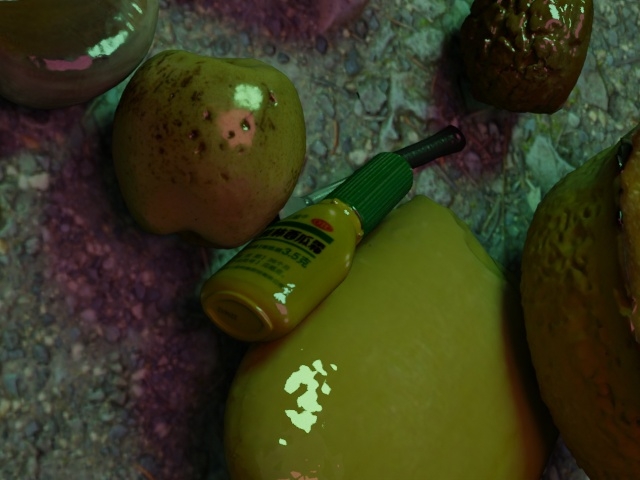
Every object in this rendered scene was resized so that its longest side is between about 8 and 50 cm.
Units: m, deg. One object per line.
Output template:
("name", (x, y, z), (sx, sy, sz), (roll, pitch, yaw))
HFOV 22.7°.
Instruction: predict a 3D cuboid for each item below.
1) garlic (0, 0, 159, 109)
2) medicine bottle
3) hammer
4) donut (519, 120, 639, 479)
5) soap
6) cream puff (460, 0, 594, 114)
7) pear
("garlic", (-0.202, -0.185, 1.340), (0.198, 0.090, 0.128), (-31, 89, -25))
("medicine bottle", (0.000, 0.000, 1.404), (0.260, 0.095, 0.064), (-42, 135, -43))
("hammer", (0.046, -0.067, 1.518), (0.246, 0.029, 0.103), (-27, 97, -35))
("donut", (0.350, 0.075, 1.564), (0.435, 0.163, 0.378), (-4, 74, -51))
("soap", (0.075, 0.163, 1.431), (0.306, 0.115, 0.427), (54, 43, -9))
("cream puff", (0.199, -0.202, 1.574), (0.115, 0.150, 0.165), (21, 32, -11))
("pear", (-0.095, -0.076, 1.352), (0.178, 0.178, 0.178), (6, 78, -32))
